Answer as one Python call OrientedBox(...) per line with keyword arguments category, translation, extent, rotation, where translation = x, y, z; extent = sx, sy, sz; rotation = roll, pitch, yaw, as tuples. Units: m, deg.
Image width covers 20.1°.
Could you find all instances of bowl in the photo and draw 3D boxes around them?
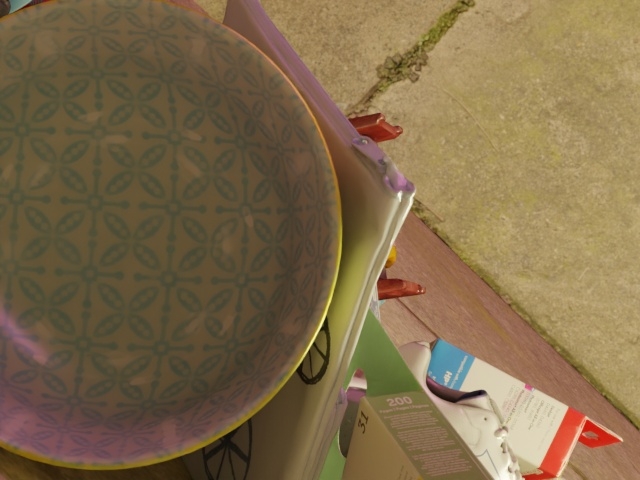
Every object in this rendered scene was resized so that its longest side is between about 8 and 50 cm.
OrientedBox(category="bowl", translation=(-0.133, 0.001, 1.157), extent=(0.289, 0.289, 0.156), rotation=(44, -7, 3))

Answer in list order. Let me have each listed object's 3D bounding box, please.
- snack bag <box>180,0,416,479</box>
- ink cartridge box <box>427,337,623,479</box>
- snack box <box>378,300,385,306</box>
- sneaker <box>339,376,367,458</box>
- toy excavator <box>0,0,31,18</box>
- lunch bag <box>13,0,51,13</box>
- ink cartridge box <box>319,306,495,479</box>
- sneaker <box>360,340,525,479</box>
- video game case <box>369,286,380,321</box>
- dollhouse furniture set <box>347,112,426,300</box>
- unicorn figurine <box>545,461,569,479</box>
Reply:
OrientedBox(category="snack bag", translation=(-0.045, 0.025, 1.272), extent=(0.037, 0.343, 0.323), rotation=(4, 29, -26))
OrientedBox(category="ink cartridge box", translation=(0.202, 0.199, 1.982), extent=(0.231, 0.078, 0.134), rotation=(28, -12, -1))
OrientedBox(category="snack box", translation=(0.000, 0.000, 2.362), extent=(0.187, 0.060, 0.322), rotation=(43, 9, -6))
OrientedBox(category="sneaker", translation=(0.094, 0.233, 1.549), extent=(0.296, 0.104, 0.147), rotation=(45, 3, -20))
OrientedBox(category="toy excavator", translation=(-0.431, -0.370, 1.713), extent=(0.433, 0.222, 0.445), rotation=(29, 4, -9))
OrientedBox(category="lunch bag", translation=(-0.283, -0.290, 2.244), extent=(0.258, 0.120, 0.293), rotation=(48, 10, 27))
OrientedBox(category="ink cartridge box", translation=(0.034, 0.167, 1.185), extent=(0.056, 0.171, 0.235), rotation=(-4, 34, -27))
OrientedBox(category="sneaker", translation=(0.146, 0.225, 1.760), extent=(0.297, 0.129, 0.111), rotation=(45, 7, -2))
OrientedBox(category="video game case", translation=(-0.002, -0.004, 1.772), extent=(0.183, 0.023, 0.201), rotation=(11, 71, -57))
OrientedBox(category="dollhouse furniture set", translation=(-0.010, -0.032, 1.893), extent=(0.374, 0.152, 0.201), rotation=(11, 71, -75))
OrientedBox(category="unicorn figurine", translation=(0.307, 0.324, 2.283), extent=(0.111, 0.060, 0.162), rotation=(42, -7, -10))
